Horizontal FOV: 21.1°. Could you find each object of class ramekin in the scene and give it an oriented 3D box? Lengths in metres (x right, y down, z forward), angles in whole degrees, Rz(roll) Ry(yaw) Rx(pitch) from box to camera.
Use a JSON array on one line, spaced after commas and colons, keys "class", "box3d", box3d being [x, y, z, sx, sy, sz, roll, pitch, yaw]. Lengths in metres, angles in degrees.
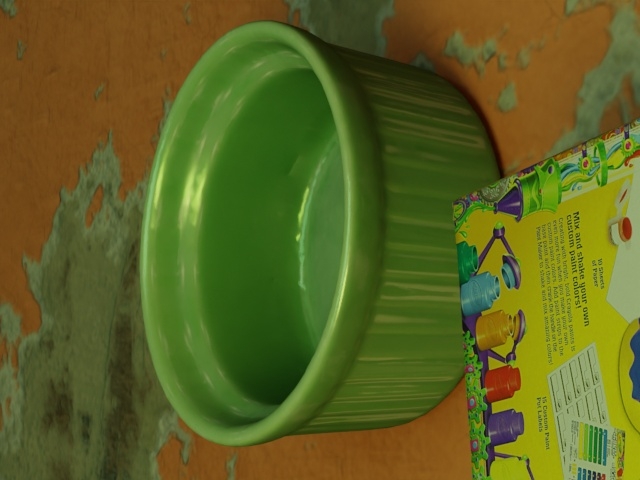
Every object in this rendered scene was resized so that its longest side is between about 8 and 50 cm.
[{"class": "ramekin", "box3d": [0.000, 0.000, 1.255, 0.303, 0.148, 0.303, -14, 74, 57]}]

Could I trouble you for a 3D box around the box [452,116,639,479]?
[{"class": "box", "box3d": [0.225, 0.089, 0.858, 0.279, 0.177, 0.290, -24, 64, 54]}]
